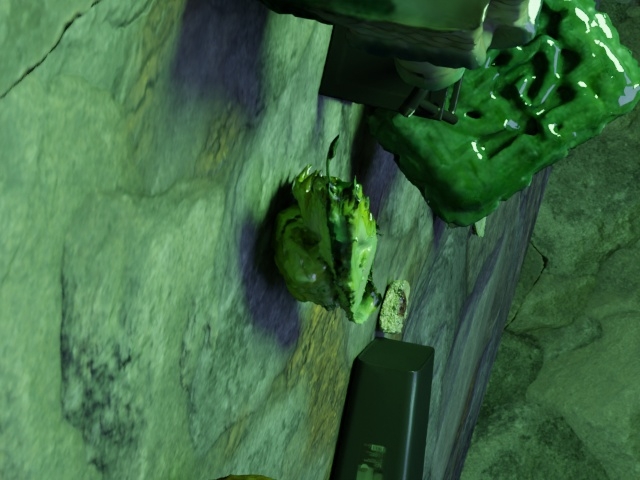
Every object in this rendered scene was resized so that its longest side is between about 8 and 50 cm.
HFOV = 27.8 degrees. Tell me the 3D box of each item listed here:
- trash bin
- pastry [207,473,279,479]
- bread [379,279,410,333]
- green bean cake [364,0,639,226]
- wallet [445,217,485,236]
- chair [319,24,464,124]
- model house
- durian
[{"bbox_3d":[0.098,0.272,1.886,0.165,0.115,0.226,-29,129,-71],"label":"trash bin"},{"bbox_3d":[-0.068,0.303,1.159,0.103,0.188,0.189,73,33,-54],"label":"pastry"},{"bbox_3d":[0.113,0.101,1.937,0.070,0.035,0.083,41,61,-75],"label":"bread"},{"bbox_3d":[0.190,-0.210,1.550,0.308,0.300,0.169,-37,-176,7],"label":"green bean cake"},{"bbox_3d":[0.242,-0.172,2.092,0.309,0.077,0.223,77,27,-56],"label":"wallet"},{"bbox_3d":[0.083,-0.204,1.341,0.260,0.141,0.155,-4,107,-76],"label":"chair"},{"bbox_3d":[0.083,-0.286,1.071,0.284,0.243,0.298,28,73,-76],"label":"model house"},{"bbox_3d":[0.007,-0.001,1.309,0.375,0.106,0.132,70,39,-66],"label":"durian"}]
